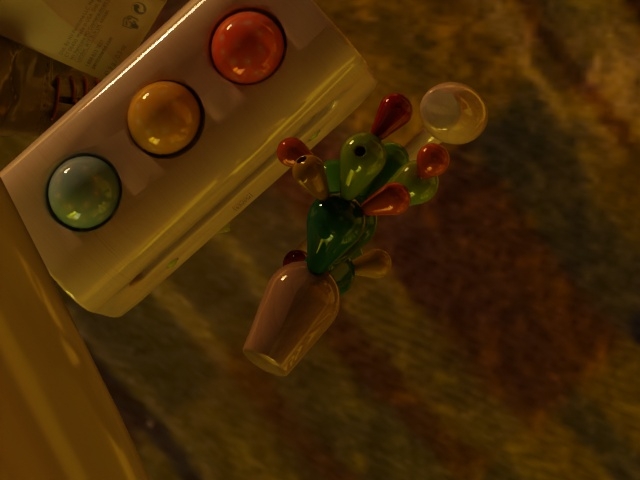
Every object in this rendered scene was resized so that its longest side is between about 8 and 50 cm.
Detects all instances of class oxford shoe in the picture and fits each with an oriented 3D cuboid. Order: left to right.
[{"bbox_3d":[-0.252,-0.156,1.796,0.130,0.348,0.123,22,110,11],"label":"oxford shoe"}]

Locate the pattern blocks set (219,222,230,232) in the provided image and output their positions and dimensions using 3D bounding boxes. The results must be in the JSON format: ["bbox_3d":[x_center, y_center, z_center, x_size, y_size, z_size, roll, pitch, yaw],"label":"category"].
[{"bbox_3d":[-0.211,-0.032,1.763,0.325,0.285,0.026,-5,103,-50],"label":"pattern blocks set"}]

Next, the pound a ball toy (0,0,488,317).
[{"bbox_3d":[-0.061,-0.068,1.371,0.319,0.136,0.208,-41,77,3],"label":"pound a ball toy"}]

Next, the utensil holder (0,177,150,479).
[{"bbox_3d":[-0.291,0.092,1.067,0.328,0.327,0.385,-28,92,-15],"label":"utensil holder"}]

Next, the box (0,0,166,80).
[{"bbox_3d":[-0.293,-0.282,1.689,0.311,0.148,0.121,23,133,-19],"label":"box"}]

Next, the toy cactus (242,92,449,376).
[{"bbox_3d":[0.000,0.000,1.231,0.112,0.219,0.180,32,70,-3],"label":"toy cactus"}]
